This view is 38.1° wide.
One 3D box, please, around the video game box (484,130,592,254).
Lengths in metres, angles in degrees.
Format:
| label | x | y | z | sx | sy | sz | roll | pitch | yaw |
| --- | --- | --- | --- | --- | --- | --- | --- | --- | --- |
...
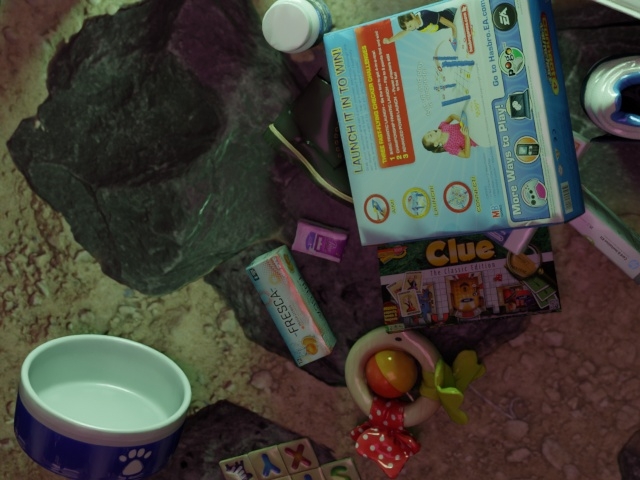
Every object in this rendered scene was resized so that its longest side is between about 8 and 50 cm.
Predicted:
| label | x | y | z | sx | sy | sz | roll | pitch | yaw |
| --- | --- | --- | --- | --- | --- | --- | --- | --- | --- |
| video game box | 0.247 | -0.111 | 1.319 | 0.205 | 0.048 | 0.187 | 34 | 109 | 18 |

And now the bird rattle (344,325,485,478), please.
| label | x | y | z | sx | sy | sz | roll | pitch | yaw |
| --- | --- | --- | --- | --- | --- | --- | --- | --- | --- |
| bird rattle | 0.129 | 0.234 | 1.462 | 0.253 | 0.143 | 0.207 | -40 | 84 | 32 |

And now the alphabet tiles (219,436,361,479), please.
| label | x | y | z | sx | sy | sz | roll | pitch | yaw |
| --- | --- | --- | --- | --- | --- | --- | --- | --- | --- |
| alphabet tiles | -0.035 | 0.511 | 1.613 | 0.285 | 0.011 | 0.342 | -19 | 102 | 16 |

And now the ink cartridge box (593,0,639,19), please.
| label | x | y | z | sx | sy | sz | roll | pitch | yaw |
| --- | --- | --- | --- | --- | --- | --- | --- | --- | --- |
| ink cartridge box | 0.432 | -0.461 | 1.103 | 0.279 | 0.160 | 0.384 | 31 | 111 | 23 |

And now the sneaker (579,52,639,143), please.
| label | x | y | z | sx | sy | sz | roll | pitch | yaw |
| --- | --- | --- | --- | --- | --- | --- | --- | --- | --- |
| sneaker | 0.496 | -0.178 | 1.173 | 0.323 | 0.236 | 0.130 | 3 | 107 | 11 |

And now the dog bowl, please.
| label | x | y | z | sx | sy | sz | roll | pitch | yaw |
| --- | --- | --- | --- | --- | --- | --- | --- | --- | --- |
| dog bowl | -0.343 | 0.261 | 1.466 | 0.265 | 0.265 | 0.104 | 19 | 112 | 6 |

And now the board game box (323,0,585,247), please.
| label | x | y | z | sx | sy | sz | roll | pitch | yaw |
| --- | --- | --- | --- | --- | --- | --- | --- | --- | --- |
| board game box | 0.174 | -0.160 | 1.248 | 0.302 | 0.086 | 0.308 | -7 | 96 | 36 |

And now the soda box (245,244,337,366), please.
| label | x | y | z | sx | sy | sz | roll | pitch | yaw |
| --- | --- | --- | --- | --- | --- | --- | --- | --- | --- |
| soda box | -0.044 | 0.103 | 1.466 | 0.063 | 0.058 | 0.183 | -24 | 100 | 18 |

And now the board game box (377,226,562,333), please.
| label | x | y | z | sx | sy | sz | roll | pitch | yaw |
| --- | --- | --- | --- | --- | --- | --- | --- | --- | --- |
| board game box | 0.218 | 0.056 | 1.382 | 0.260 | 0.030 | 0.136 | -10 | 72 | 14 |

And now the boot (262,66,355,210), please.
| label | x | y | z | sx | sy | sz | roll | pitch | yaw |
| --- | --- | --- | --- | --- | --- | --- | --- | --- | --- |
| boot | 0.029 | -0.146 | 1.371 | 0.198 | 0.077 | 0.137 | 38 | 105 | -2 |

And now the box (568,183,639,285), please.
| label | x | y | z | sx | sy | sz | roll | pitch | yaw |
| --- | --- | --- | --- | --- | --- | --- | --- | --- | --- |
| box | 0.412 | -0.003 | 1.293 | 0.186 | 0.145 | 0.038 | 42 | 110 | -3 |

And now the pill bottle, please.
| label | x | y | z | sx | sy | sz | roll | pitch | yaw |
| --- | --- | --- | --- | --- | --- | --- | --- | --- | --- |
| pill bottle | -0.033 | -0.303 | 1.298 | 0.078 | 0.137 | 0.078 | 3 | 107 | 11 |

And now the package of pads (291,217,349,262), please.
| label | x | y | z | sx | sy | sz | roll | pitch | yaw |
| --- | --- | --- | --- | --- | --- | --- | --- | --- | --- |
| package of pads | 0.000 | 0.000 | 1.439 | 0.083 | 0.032 | 0.050 | 16 | 112 | 7 |
